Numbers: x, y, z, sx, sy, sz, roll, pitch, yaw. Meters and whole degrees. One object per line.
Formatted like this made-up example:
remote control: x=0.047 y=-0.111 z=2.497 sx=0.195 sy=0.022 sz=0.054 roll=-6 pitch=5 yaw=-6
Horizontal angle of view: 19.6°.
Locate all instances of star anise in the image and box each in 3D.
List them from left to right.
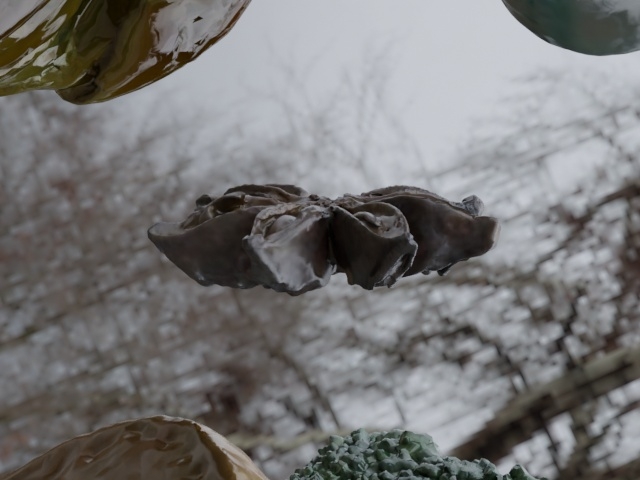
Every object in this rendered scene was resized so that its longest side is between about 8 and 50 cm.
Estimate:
star anise: x=0.002 y=0.002 z=1.089 sx=0.172 sy=0.208 sz=0.063 roll=-81 pitch=171 yaw=-81

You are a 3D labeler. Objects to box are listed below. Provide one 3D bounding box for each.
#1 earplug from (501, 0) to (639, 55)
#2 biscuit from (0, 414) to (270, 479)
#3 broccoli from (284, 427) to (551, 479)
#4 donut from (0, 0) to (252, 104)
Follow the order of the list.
earplug: x=0.144 y=-0.240 z=1.106 sx=0.185 sy=0.185 sz=0.324 roll=62 pitch=13 yaw=19
biscuit: x=-0.117 y=0.193 z=0.429 sx=0.275 sy=0.355 sz=0.052 roll=-14 pitch=-53 yaw=48
broccoli: x=0.063 y=0.281 z=1.339 sx=0.338 sy=0.277 sz=0.317 roll=31 pitch=-23 yaw=21
donut: x=-0.076 y=-0.208 z=0.627 sx=0.170 sy=0.360 sz=0.360 roll=39 pitch=-31 yaw=23
